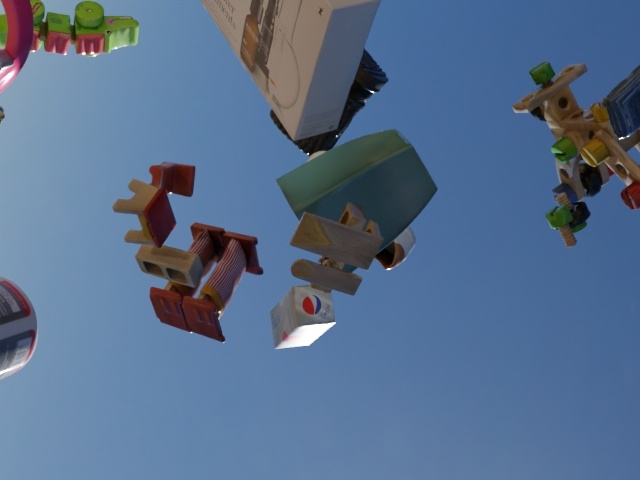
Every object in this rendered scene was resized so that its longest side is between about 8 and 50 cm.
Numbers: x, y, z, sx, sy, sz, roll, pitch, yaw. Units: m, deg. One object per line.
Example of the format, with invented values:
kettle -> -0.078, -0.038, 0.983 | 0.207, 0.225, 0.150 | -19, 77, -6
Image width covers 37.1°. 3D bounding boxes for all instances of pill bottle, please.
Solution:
pill bottle -> -0.530, 0.142, 1.305 | 0.161, 0.161, 0.283 | -59, 169, 13

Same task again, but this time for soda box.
soda box -> -0.046, 0.179, 2.221 | 0.286, 0.091, 0.098 | 131, -48, -69

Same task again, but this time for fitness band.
fitness band -> -0.497, -0.285, 1.276 | 0.291, 0.209, 0.054 | -29, -177, 37

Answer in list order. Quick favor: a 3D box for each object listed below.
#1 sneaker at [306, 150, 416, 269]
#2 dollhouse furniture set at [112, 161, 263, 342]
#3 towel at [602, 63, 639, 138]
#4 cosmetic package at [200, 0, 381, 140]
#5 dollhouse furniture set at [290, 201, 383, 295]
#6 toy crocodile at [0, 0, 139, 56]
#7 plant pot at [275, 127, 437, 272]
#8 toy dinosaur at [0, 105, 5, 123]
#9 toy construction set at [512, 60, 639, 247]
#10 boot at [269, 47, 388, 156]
sneaker -> 0.074, -0.061, 1.951 | 0.106, 0.290, 0.123 | -43, -175, 38
dollhouse furniture set -> -0.241, 0.002, 1.835 | 0.374, 0.152, 0.201 | 82, 29, -50
towel -> 0.413, -0.187, 1.218 | 0.119, 0.067, 0.029 | -42, -149, -18
cosmetic package -> -0.068, -0.395, 1.538 | 0.377, 0.097, 0.284 | 57, -32, 26
dollhouse furniture set -> 0.000, 0.000, 1.445 | 0.151, 0.123, 0.144 | -100, -148, -59
toy crocodile -> -0.567, -0.453, 2.089 | 0.115, 0.341, 0.105 | 118, -37, -51
plant pot -> 0.074, -0.083, 1.693 | 0.234, 0.165, 0.165 | -33, -153, 1
toy dinosaur -> -0.629, -0.223, 1.753 | 0.064, 0.118, 0.268 | -37, -178, -33
toy construction set -> 0.439, -0.183, 1.422 | 0.309, 0.237, 0.257 | -27, -170, 13
boot -> -0.028, -0.383, 2.200 | 0.260, 0.131, 0.348 | -47, -118, 27
